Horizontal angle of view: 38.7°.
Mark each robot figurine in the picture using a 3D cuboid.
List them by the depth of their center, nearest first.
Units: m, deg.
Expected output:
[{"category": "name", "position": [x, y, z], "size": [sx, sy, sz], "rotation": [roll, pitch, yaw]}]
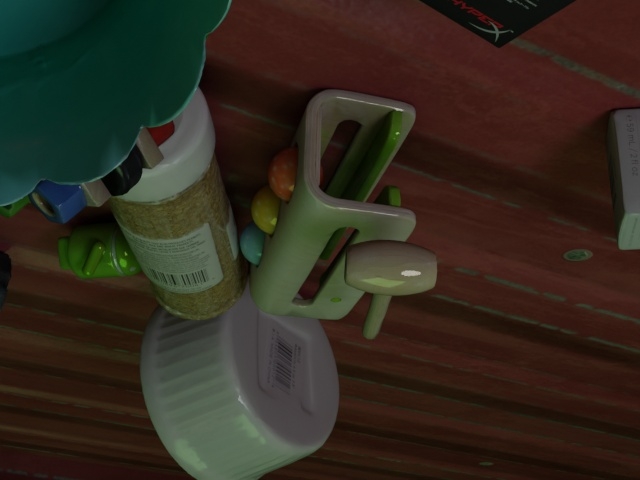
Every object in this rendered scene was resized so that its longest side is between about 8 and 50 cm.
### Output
[{"category": "robot figurine", "position": [-0.259, 0.012, 1.105], "size": [0.115, 0.067, 0.101], "rotation": [-4, -179, 13]}]

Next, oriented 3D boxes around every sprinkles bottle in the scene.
[{"category": "sprinkles bottle", "position": [-0.152, -0.032, 0.944], "size": [0.121, 0.121, 0.355], "rotation": [1, 154, 2]}]

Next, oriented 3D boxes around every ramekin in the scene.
[{"category": "ramekin", "position": [-0.095, 0.177, 1.212], "size": [0.135, 0.277, 0.277], "rotation": [-24, 144, 29]}]

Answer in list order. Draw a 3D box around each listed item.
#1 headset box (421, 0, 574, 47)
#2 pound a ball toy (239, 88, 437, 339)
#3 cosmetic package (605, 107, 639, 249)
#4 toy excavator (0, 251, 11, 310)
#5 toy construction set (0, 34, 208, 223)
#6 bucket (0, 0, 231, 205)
[{"category": "headset box", "position": [0.129, -0.251, 0.474], "size": [0.218, 0.110, 0.293], "rotation": [20, 149, -32]}, {"category": "pound a ball toy", "position": [0.000, 0.000, 0.896], "size": [0.136, 0.208, 0.319], "rotation": [8, 154, -11]}, {"category": "cosmetic package", "position": [0.389, -0.061, 0.838], "size": [0.231, 0.117, 0.085], "rotation": [-4, 155, 11]}, {"category": "toy excavator", "position": [-0.511, 0.184, 1.053], "size": [0.222, 0.445, 0.433], "rotation": [23, 148, -36]}, {"category": "toy construction set", "position": [-0.268, -0.072, 0.699], "size": [0.257, 0.309, 0.237], "rotation": [25, 152, -23]}, {"category": "bucket", "position": [-0.185, -0.177, 0.459], "size": [0.281, 0.183, 0.281], "rotation": [-9, 122, -15]}]
